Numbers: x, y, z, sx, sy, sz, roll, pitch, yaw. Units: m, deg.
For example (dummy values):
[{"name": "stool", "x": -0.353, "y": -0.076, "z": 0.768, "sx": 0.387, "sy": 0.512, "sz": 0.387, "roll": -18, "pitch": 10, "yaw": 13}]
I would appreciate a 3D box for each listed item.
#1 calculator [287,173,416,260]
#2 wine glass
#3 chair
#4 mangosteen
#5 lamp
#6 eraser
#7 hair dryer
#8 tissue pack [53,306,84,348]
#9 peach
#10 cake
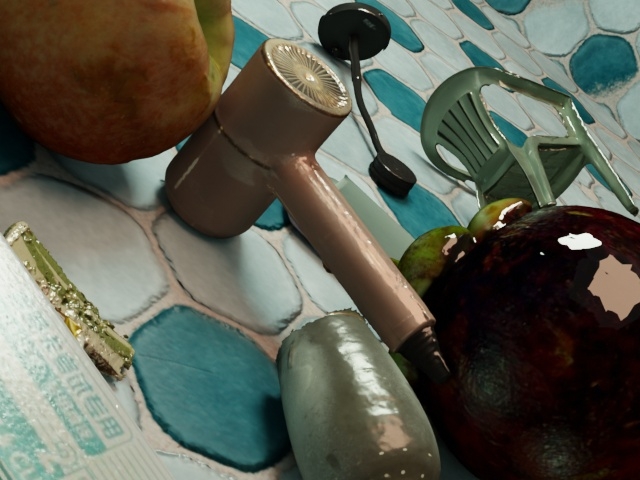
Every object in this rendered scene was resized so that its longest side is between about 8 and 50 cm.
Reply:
[{"name": "calculator", "x": 0.064, "y": 0.013, "z": 1.180, "sx": 0.246, "sy": 0.045, "sz": 0.141, "roll": 43, "pitch": 26, "yaw": 2}, {"name": "wine glass", "x": 0.033, "y": 0.159, "z": 0.834, "sx": 0.111, "sy": 0.111, "sz": 0.204, "roll": 20, "pitch": 31, "yaw": -38}, {"name": "chair", "x": 0.276, "y": -0.098, "z": 1.480, "sx": 0.190, "sy": 0.203, "sz": 0.275, "roll": 10, "pitch": 44, "yaw": -30}, {"name": "mangosteen", "x": 0.215, "y": 0.103, "z": 0.991, "sx": 0.311, "sy": 0.311, "sz": 0.311, "roll": 32, "pitch": 27, "yaw": -19}, {"name": "lamp", "x": 0.078, "y": -0.221, "z": 1.493, "sx": 0.130, "sy": 0.108, "sz": 0.371, "roll": 28, "pitch": 29, "yaw": -27}, {"name": "eraser", "x": -0.171, "y": 0.074, "z": 0.547, "sx": 0.225, "sy": 0.052, "sz": 0.095, "roll": 51, "pitch": 32, "yaw": 15}, {"name": "hair dryer", "x": 0.000, "y": 0.000, "z": 0.958, "sx": 0.107, "sy": 0.189, "sz": 0.344, "roll": -5, "pitch": 54, "yaw": -54}, {"name": "tissue pack", "x": -0.264, "y": 0.062, "z": 0.600, "sx": 0.226, "sy": 0.092, "sz": 0.183, "roll": 33, "pitch": 29, "yaw": -14}, {"name": "peach", "x": -0.210, "y": -0.187, "z": 0.932, "sx": 0.256, "sy": 0.232, "sz": 0.232, "roll": 1, "pitch": 24, "yaw": 11}, {"name": "cake", "x": -0.200, "y": 0.054, "z": 0.778, "sx": 0.140, "sy": 0.055, "sz": 0.051, "roll": 52, "pitch": 20, "yaw": -20}]
